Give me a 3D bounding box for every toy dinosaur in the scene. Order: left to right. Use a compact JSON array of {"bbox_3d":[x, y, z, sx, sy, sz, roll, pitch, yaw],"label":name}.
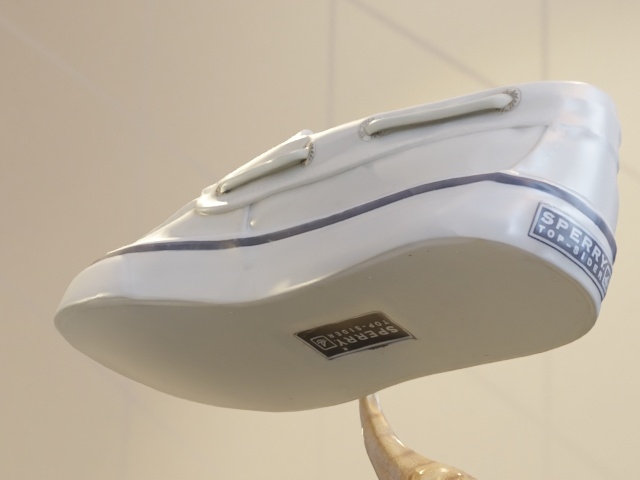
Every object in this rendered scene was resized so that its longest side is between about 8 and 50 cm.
[{"bbox_3d":[0.054,0.135,0.854,0.112,0.211,0.064,-50,-49,-6],"label":"toy dinosaur"}]

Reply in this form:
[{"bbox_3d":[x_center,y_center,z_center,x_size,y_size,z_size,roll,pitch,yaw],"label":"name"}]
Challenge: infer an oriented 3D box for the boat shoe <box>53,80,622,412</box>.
[{"bbox_3d":[0.000,0.000,0.630,0.096,0.088,0.267,36,-33,-27],"label":"boat shoe"}]
